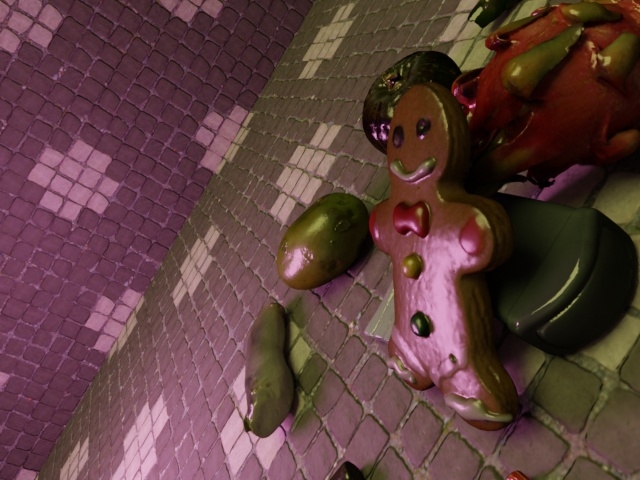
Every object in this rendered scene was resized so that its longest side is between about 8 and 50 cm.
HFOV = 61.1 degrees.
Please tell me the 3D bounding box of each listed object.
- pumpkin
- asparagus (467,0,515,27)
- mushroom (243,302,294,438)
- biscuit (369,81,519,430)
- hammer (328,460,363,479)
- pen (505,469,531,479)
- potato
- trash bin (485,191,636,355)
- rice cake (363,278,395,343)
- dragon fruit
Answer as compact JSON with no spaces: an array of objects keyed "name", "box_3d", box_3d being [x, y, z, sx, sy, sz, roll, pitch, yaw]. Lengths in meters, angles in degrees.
[{"name":"pumpkin","box_3d":[0.185,-0.282,1.123,0.238,0.159,0.238,-44,26,27]},{"name":"asparagus","box_3d":[0.415,-0.552,1.089,0.287,0.080,0.080,-49,28,28]},{"name":"mushroom","box_3d":[-0.117,0.266,1.176,0.109,0.097,0.351,-47,26,23]},{"name":"biscuit","box_3d":[0.136,0.013,0.719,0.283,0.064,0.432,-166,69,-65]},{"name":"hammer","box_3d":[-0.070,0.534,0.878,0.440,0.044,0.168,-54,28,11]},{"name":"pen","box_3d":[0.267,0.307,0.525,0.028,0.028,0.239,-59,27,2]},{"name":"potato","box_3d":[0.000,0.000,1.177,0.253,0.148,0.186,-49,30,20]},{"name":"trash bin","box_3d":[0.278,0.035,0.708,0.177,0.101,0.236,-60,24,3]},{"name":"rice cake","box_3d":[0.167,0.089,0.913,0.189,0.037,0.198,2,66,61]},{"name":"dragon fruit","box_3d":[0.295,-0.175,0.721,0.227,0.243,0.307,62,145,14]}]
